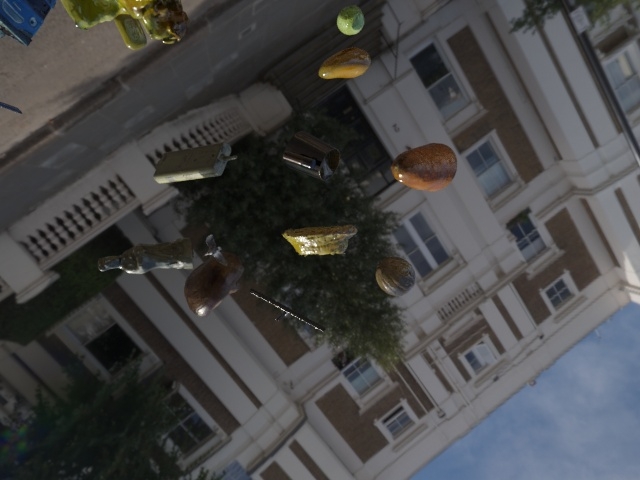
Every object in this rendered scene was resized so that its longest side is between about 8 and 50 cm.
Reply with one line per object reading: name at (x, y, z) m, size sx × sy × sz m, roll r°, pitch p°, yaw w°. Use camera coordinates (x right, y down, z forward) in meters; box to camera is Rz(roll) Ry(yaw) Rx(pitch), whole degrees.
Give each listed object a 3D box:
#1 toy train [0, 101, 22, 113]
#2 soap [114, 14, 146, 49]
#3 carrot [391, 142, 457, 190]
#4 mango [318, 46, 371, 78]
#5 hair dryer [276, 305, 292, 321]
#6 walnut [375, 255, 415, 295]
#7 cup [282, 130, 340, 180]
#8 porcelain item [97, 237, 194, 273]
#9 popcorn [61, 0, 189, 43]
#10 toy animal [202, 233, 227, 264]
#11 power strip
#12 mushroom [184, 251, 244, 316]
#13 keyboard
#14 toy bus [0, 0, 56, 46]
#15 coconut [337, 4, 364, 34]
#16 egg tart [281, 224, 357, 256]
toy train at (-1.033, -0.442, 1.435) m, size 0.017 × 0.083 × 0.017 m, roll 25°, pitch -84°, yaw 47°
soap at (-0.722, -0.804, 1.654) m, size 0.045 × 0.140 × 0.089 m, roll 15°, pitch -136°, yaw 43°
carrot at (0.306, -0.235, 1.367) m, size 0.225 × 0.159 × 0.159 m, roll -6°, pitch 168°, yaw -45°
mango at (0.076, -0.548, 1.344) m, size 0.184 × 0.084 × 0.102 m, roll -21°, pitch -176°, yaw -30°
hair dryer at (-0.156, 0.312, 1.807) m, size 0.083 × 0.026 × 0.047 m, roll -41°, pitch 169°, yaw -40°
walnut at (0.277, 0.131, 1.597) m, size 0.140 × 0.162 × 0.140 m, roll -19°, pitch -130°, yaw 24°
cup at (-0.052, -0.325, 1.776) m, size 0.177 × 0.166 × 0.239 m, roll 30°, pitch -131°, yaw 25°
porcelain item at (-0.425, 0.040, 1.061) m, size 0.216 × 0.081 × 0.069 m, roll -6°, pitch 157°, yaw -24°
popcorn at (-0.434, -0.606, 0.926) m, size 0.326 × 0.290 × 0.321 m, roll -41°, pitch 175°, yaw 8°
toy animal at (-0.258, 0.029, 1.033) m, size 0.050 × 0.084 × 0.028 m, roll -24°, pitch -164°, yaw -6°
power strip at (-0.317, -0.198, 1.106) m, size 0.268 × 0.034 × 0.092 m, roll -2°, pitch -120°, yaw 30°
mushroom at (-0.329, 0.126, 1.300) m, size 0.231 × 0.138 × 0.194 m, roll -46°, pitch 178°, yaw 30°
keyboard at (-0.122, 0.256, 1.594) m, size 0.018 × 0.310 × 0.101 m, roll -62°, pitch -178°, yaw -11°
toy bus at (-0.435, -0.332, 0.541) m, size 0.106 × 0.185 × 0.090 m, roll -60°, pitch 169°, yaw -12°
coconut at (0.096, -0.700, 1.378) m, size 0.088 × 0.088 × 0.096 m, roll -33°, pitch 179°, yaw 11°
egg tart at (0.000, 0.000, 1.918) m, size 0.345 × 0.132 × 0.345 m, roll -2°, pitch 180°, yaw 0°
